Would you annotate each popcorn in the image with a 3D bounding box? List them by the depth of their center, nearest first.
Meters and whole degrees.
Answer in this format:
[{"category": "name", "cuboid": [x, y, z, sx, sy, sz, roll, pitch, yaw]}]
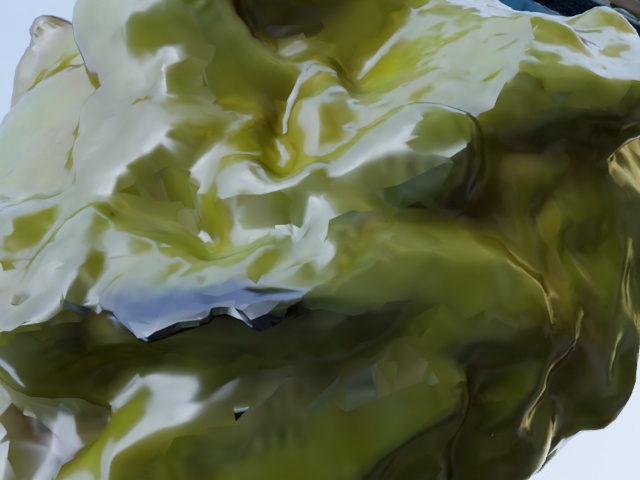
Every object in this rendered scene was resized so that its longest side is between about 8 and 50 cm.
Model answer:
[{"category": "popcorn", "cuboid": [-0.013, 0.008, 0.676, 0.286, 0.252, 0.215, -26, -39, -8]}]

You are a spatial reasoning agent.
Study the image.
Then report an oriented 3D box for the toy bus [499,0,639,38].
[{"category": "toy bus", "cuboid": [0.171, -0.170, 1.288, 0.271, 0.133, 0.165, -57, -7, -50]}]
